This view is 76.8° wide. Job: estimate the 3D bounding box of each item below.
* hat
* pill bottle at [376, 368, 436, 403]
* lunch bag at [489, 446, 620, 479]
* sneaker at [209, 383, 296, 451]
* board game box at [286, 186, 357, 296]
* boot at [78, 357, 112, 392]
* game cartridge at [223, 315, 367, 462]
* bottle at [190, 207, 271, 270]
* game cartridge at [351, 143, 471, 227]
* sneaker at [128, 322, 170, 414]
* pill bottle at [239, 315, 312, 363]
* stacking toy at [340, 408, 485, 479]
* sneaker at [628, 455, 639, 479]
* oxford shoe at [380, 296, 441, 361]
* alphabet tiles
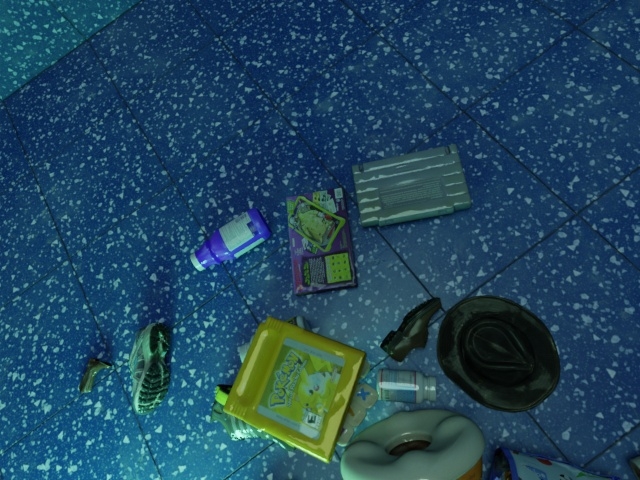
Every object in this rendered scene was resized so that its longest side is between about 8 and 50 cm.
[{"bbox_3d":[0.488,0.295,1.094,0.330,0.134,0.332,-4,70,11],"label":"hat"},{"bbox_3d":[0.240,0.410,1.135,0.159,0.087,0.087,1,72,13],"label":"pill bottle"},{"bbox_3d":[0.547,0.684,0.870,0.327,0.239,0.386,13,45,7],"label":"lunch bag"},{"bbox_3d":[-0.199,0.541,1.193,0.299,0.111,0.122,21,89,23],"label":"sneaker"},{"bbox_3d":[0.000,0.000,1.352,0.207,0.056,0.348,-8,70,6],"label":"board game box"},{"bbox_3d":[-0.766,0.466,1.371,0.106,0.037,0.114,5,69,28],"label":"boot"},{"bbox_3d":[-0.071,0.384,1.093,0.323,0.053,0.286,15,72,20],"label":"game cartridge"},{"bbox_3d":[-0.311,0.004,1.394,0.282,0.092,0.118,-32,67,1],"label":"bottle"},{"bbox_3d":[0.293,-0.175,1.338,0.354,0.068,0.231,-10,74,9],"label":"game cartridge"},{"bbox_3d":[-0.569,0.417,1.324,0.122,0.110,0.284,-11,66,28],"label":"sneaker"},{"bbox_3d":[-0.132,0.320,1.233,0.214,0.117,0.118,-24,68,4],"label":"pill bottle"},{"bbox_3d":[0.268,0.689,0.955,0.349,0.350,0.481,-16,85,7],"label":"stacking toy"},{"bbox_3d":[0.858,0.630,0.909,0.120,0.108,0.303,-28,67,7],"label":"sneaker"},{"bbox_3d":[0.285,0.262,1.190,0.096,0.083,0.227,44,86,2],"label":"oxford shoe"},{"bbox_3d":[0.014,0.434,1.147,0.277,0.021,0.284,21,59,39],"label":"alphabet tiles"}]
